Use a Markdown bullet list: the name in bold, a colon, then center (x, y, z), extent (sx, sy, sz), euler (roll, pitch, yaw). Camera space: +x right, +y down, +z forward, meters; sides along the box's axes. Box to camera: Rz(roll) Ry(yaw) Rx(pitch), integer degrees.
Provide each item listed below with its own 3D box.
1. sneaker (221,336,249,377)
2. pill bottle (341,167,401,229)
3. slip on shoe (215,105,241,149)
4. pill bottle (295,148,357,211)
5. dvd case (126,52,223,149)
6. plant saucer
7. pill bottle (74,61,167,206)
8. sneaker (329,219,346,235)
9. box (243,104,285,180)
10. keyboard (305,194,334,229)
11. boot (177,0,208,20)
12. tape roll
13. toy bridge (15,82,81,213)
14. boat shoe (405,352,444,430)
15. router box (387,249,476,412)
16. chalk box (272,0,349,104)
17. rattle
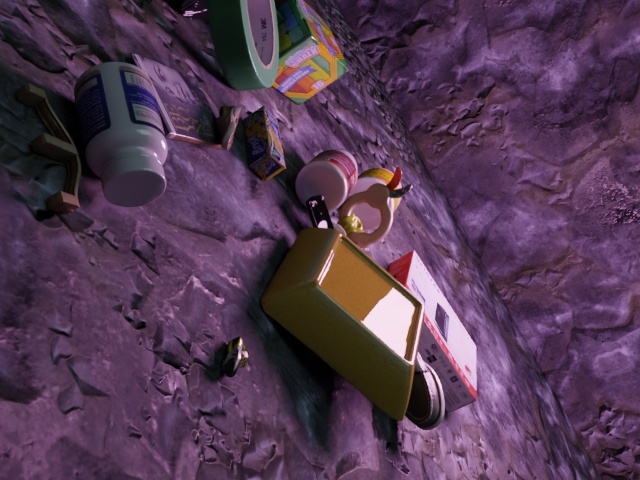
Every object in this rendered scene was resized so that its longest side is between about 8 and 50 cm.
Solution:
- **sneaker**: center (-0.119, 0.173, 1.092), extent (0.035, 0.031, 0.083), euler (53, 20, -21)
- **pill bottle**: center (0.145, -0.121, 2.020), extent (0.136, 0.136, 0.246), euler (58, 19, -5)
- **slip on shoe**: center (-0.183, -0.220, 1.445), extent (0.041, 0.051, 0.135), euler (15, 40, -8)
- **pill bottle**: center (0.021, -0.148, 1.774), extent (0.121, 0.121, 0.221), euler (57, 19, -8)
- **dvd case**: center (-0.256, -0.251, 1.388), extent (0.164, 0.018, 0.221), euler (63, 19, 10)
- **plant saucer**: center (0.075, 0.125, 1.417), extent (0.333, 0.081, 0.333), euler (42, 27, -7)
- **pill bottle**: center (-0.274, -0.145, 1.046), extent (0.112, 0.112, 0.187), euler (31, 34, -54)
- **sneaker**: center (0.037, 0.009, 1.714), extent (0.158, 0.061, 0.065), euler (50, -6, -28)
- **box**: center (-0.120, -0.208, 1.601), extent (0.054, 0.059, 0.169), euler (42, 26, -40)
- **keyboard**: center (0.000, 0.000, 1.626), extent (0.100, 0.038, 0.192), euler (-20, 92, -60)
- **boot**: center (-0.295, -0.607, 1.690), extent (0.207, 0.094, 0.246), euler (61, 15, -2)
- **tape roll**: center (-0.168, -0.499, 1.680), extent (0.321, 0.077, 0.321), euler (-5, 90, -79)
- **toy bridge**: center (-0.341, -0.118, 0.968), extent (0.063, 0.026, 0.188), euler (25, 39, -63)
- **boat shoe**: center (0.160, 0.252, 1.566), extent (0.091, 0.109, 0.305), euler (35, 25, -49)
- **router box**: center (0.283, 0.224, 1.944), extent (0.335, 0.082, 0.301), euler (56, 19, -10)
- **chalk box**: center (-0.087, -0.512, 1.951), extent (0.289, 0.180, 0.179), euler (20, 43, -60)
- **rattle**: center (0.136, -0.071, 1.776), extent (0.130, 0.200, 0.143), euler (33, -4, 29)
